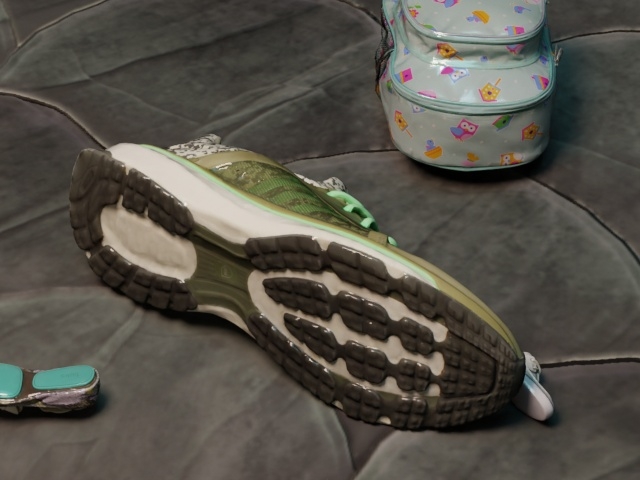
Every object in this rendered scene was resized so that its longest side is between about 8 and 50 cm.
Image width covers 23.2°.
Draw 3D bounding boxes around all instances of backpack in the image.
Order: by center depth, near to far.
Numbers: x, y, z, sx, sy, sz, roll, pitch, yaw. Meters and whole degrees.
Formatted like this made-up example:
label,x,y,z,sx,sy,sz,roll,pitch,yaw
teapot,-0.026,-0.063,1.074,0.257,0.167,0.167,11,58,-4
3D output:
label,x,y,z,sx,sy,sz,roll,pitch,yaw
backpack,0.133,-0.155,1.407,0.166,0.144,0.188,2,48,-3

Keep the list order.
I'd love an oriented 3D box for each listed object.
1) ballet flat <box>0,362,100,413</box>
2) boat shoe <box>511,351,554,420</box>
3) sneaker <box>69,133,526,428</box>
label,x,y,z,sx,sy,sz,roll,pitch,yaw
ballet flat,-0.227,0.119,1.217,0.114,0.041,0.041,0,45,4
boat shoe,0.155,0.101,1.223,0.035,0.035,0.100,-28,44,-20
sneaker,0.000,0.000,1.264,0.410,0.158,0.182,27,41,22
